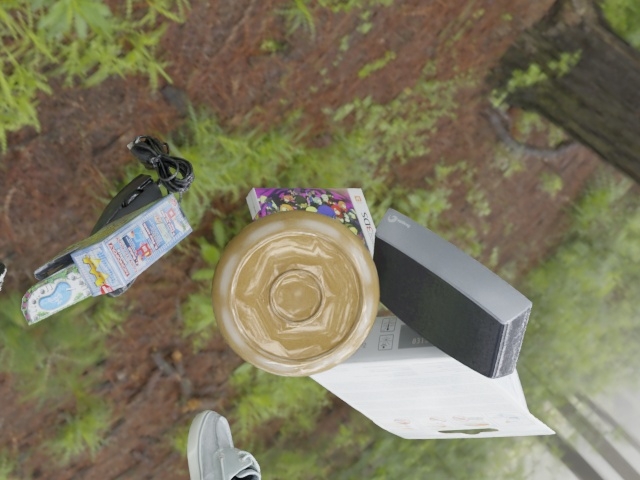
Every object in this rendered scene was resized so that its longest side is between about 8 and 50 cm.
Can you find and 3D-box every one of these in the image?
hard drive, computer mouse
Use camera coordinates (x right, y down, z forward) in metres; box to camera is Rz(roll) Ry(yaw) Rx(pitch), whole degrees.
[{"bbox_3d":[0.173,0.081,1.449,0.054,0.254,0.172,-35,147,-31],"label":"hard drive"},{"bbox_3d":[-0.320,-0.037,1.672,0.072,0.188,0.272,19,102,-41],"label":"computer mouse"}]

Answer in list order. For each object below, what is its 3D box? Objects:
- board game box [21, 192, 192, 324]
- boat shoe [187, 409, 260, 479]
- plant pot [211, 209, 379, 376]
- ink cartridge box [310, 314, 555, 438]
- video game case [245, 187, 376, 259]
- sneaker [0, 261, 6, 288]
[{"bbox_3d":[-0.267,0.025,1.230,0.194,0.060,0.194,-26,-170,8],"label":"board game box"},{"bbox_3d":[-0.107,0.298,1.234,0.081,0.228,0.079,-22,135,12],"label":"boat shoe"},{"bbox_3d":[-0.033,0.076,1.412,0.236,0.236,0.032,-42,-174,1],"label":"plant pot"},{"bbox_3d":[0.191,0.238,1.731,0.308,0.091,0.385,-9,149,32],"label":"ink cartridge box"},{"bbox_3d":[0.000,0.000,1.834,0.232,0.210,0.042,-1,148,-29],"label":"video game case"},{"bbox_3d":[-0.419,0.072,1.245,0.109,0.040,0.044,-57,167,-50],"label":"sneaker"}]
